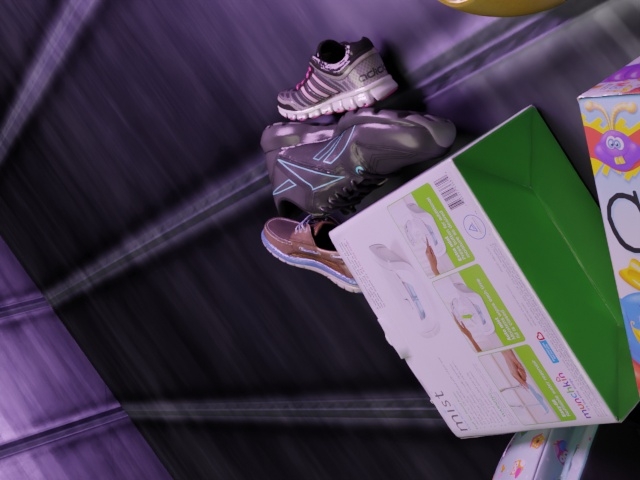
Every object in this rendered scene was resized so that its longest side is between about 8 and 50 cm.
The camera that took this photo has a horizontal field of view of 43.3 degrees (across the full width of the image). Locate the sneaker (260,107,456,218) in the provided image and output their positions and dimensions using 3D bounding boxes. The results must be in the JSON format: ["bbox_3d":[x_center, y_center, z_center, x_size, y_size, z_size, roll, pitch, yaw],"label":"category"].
[{"bbox_3d":[0.036,-0.077,0.840,0.267,0.101,0.106,-1,87,53],"label":"sneaker"}]

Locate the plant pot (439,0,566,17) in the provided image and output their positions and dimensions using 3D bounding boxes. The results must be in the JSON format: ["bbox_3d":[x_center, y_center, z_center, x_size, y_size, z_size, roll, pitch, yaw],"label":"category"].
[{"bbox_3d":[0.127,-0.226,0.613,0.134,0.095,0.134,35,142,33],"label":"plant pot"}]

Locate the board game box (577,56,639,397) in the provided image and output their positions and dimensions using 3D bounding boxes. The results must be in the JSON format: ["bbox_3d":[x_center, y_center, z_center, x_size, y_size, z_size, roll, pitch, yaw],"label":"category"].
[{"bbox_3d":[0.295,0.005,0.541,0.142,0.144,0.275,10,125,51],"label":"board game box"}]

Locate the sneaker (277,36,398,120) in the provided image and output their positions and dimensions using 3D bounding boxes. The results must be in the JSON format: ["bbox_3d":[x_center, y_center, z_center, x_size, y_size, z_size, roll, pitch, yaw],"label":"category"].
[{"bbox_3d":[0.009,-0.175,0.860,0.170,0.063,0.075,0,114,52],"label":"sneaker"}]

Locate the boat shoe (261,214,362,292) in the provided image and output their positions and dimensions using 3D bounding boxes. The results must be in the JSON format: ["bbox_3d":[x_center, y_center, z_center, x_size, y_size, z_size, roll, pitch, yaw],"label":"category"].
[{"bbox_3d":[0.000,0.000,1.035,0.183,0.066,0.066,23,131,29],"label":"boat shoe"}]

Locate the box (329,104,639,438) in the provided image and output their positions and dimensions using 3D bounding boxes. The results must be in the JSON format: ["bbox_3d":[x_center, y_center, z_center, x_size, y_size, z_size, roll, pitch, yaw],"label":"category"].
[{"bbox_3d":[0.164,0.046,0.778,0.262,0.126,0.231,57,150,0],"label":"box"}]

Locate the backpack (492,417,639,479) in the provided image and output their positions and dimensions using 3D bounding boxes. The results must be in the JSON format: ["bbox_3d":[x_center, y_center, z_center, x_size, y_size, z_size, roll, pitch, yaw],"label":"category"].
[{"bbox_3d":[0.246,0.264,0.810,0.144,0.166,0.188,22,144,12],"label":"backpack"}]
